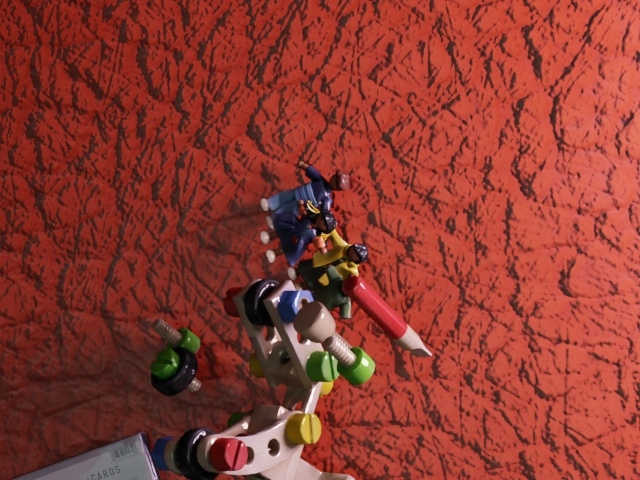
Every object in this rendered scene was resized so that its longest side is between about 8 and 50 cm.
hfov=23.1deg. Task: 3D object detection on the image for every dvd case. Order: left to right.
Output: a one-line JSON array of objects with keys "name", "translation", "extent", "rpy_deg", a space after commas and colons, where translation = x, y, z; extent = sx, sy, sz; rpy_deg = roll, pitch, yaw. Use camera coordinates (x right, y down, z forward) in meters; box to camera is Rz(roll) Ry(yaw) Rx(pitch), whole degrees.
[{"name": "dvd case", "translation": [-0.253, 0.369, 1.853], "extent": [0.179, 0.029, 0.238], "rpy_deg": [-21, 83, 8]}]

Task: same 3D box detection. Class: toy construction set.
[{"name": "toy construction set", "translation": [-0.012, 0.184, 1.746], "extent": [0.309, 0.237, 0.257], "rpy_deg": [-28, 37, 26]}]

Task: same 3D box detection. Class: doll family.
[{"name": "doll family", "translation": [0.000, 0.000, 1.809], "extent": [0.111, 0.076, 0.193], "rpy_deg": [-25, 87, 26]}]
